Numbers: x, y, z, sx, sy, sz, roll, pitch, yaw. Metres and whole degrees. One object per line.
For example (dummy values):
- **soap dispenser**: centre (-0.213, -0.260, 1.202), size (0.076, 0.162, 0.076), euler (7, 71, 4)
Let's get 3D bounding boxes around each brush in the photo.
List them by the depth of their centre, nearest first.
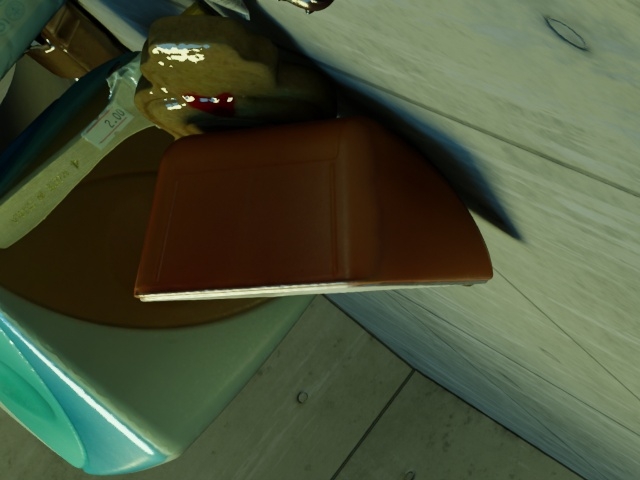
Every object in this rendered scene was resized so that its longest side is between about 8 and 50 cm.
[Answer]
- **brush**: centre (-0.212, -0.101, 1.780), size (0.085, 0.336, 0.020), euler (39, -160, -28)

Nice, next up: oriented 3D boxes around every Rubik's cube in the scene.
- **Rubik's cube**: centre (-0.236, 0.033, 2.061), size (0.347, 0.352, 0.351), euler (43, 155, -13)

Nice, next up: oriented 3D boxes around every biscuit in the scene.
- **biscuit**: centre (-0.082, -0.116, 1.694), size (0.183, 0.047, 0.320), euler (13, 160, -5)

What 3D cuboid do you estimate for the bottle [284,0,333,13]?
- **bottle**: centre (-0.029, -0.187, 1.230), size (0.101, 0.047, 0.063), euler (31, -159, 23)

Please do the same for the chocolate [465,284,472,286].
- **chocolate**: centre (0.138, 0.021, 2.107), size (0.101, 0.031, 0.064), euler (36, 171, 36)

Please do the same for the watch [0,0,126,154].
- **watch**: centre (-0.464, -0.211, 2.490), size (0.314, 0.327, 0.335), euler (35, 174, 27)

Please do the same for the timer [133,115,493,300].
- **timer**: centre (0.000, 0.000, 1.695), size (0.257, 0.161, 0.250), euler (-5, 162, 30)

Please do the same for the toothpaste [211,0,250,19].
- **toothpaste**: centre (-0.135, -0.239, 1.418), size (0.114, 0.073, 0.299), euler (35, -178, 16)

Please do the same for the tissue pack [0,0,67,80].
- **tissue pack**: centre (-0.377, -0.247, 1.881), size (0.177, 0.263, 0.089), euler (41, 177, -28)
